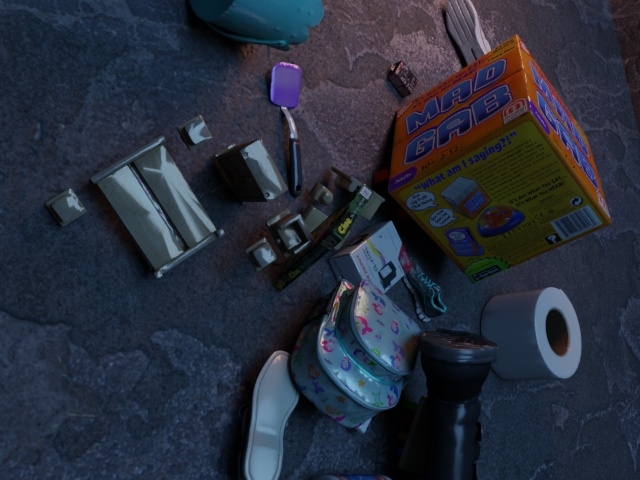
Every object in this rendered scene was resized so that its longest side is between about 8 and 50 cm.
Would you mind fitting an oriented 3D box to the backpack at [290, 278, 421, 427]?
[{"bbox_3d":[0.069,0.218,1.236,0.225,0.191,0.253,43,41,-10],"label":"backpack"}]

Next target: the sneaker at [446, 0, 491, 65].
[{"bbox_3d":[0.453,-0.621,1.953,0.091,0.094,0.258,-40,112,-61],"label":"sneaker"}]

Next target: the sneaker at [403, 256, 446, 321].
[{"bbox_3d":[0.258,0.114,1.564,0.065,0.076,0.167,-32,101,-44],"label":"sneaker"}]

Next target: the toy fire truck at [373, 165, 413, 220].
[{"bbox_3d":[0.222,-0.121,1.614,0.192,0.047,0.135,-9,82,-47],"label":"toy fire truck"}]

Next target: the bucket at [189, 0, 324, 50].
[{"bbox_3d":[-0.125,-0.525,1.252,0.183,0.281,0.281,4,76,-42],"label":"bucket"}]

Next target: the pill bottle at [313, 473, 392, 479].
[{"bbox_3d":[0.086,0.523,1.258,0.221,0.124,0.124,17,68,-40],"label":"pill bottle"}]

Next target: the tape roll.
[{"bbox_3d":[0.579,0.259,1.761,0.246,0.169,0.246,14,68,-40],"label":"tape roll"}]

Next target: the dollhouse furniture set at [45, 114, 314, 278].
[{"bbox_3d":[-0.245,-0.031,1.151,0.355,0.173,0.303,-34,105,-18],"label":"dollhouse furniture set"}]

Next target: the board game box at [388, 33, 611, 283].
[{"bbox_3d":[0.419,-0.188,1.544,0.356,0.356,0.356,43,36,-26],"label":"board game box"}]

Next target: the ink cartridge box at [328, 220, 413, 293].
[{"bbox_3d":[0.116,0.052,1.450,0.175,0.072,0.128,-37,105,-43],"label":"ink cartridge box"}]

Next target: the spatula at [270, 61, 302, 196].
[{"bbox_3d":[-0.065,-0.240,1.389,0.084,0.030,0.297,1,78,-42],"label":"spatula"}]

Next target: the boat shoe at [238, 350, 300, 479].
[{"bbox_3d":[-0.098,0.327,1.168,0.095,0.079,0.255,19,56,-21],"label":"boat shoe"}]

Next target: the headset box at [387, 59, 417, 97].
[{"bbox_3d":[0.216,-0.432,1.704,0.083,0.032,0.062,45,52,-24],"label":"headset box"}]

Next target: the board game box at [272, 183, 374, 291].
[{"bbox_3d":[0.000,0.000,1.230,0.030,0.259,0.136,41,52,-6],"label":"board game box"}]

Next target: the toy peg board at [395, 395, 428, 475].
[{"bbox_3d":[0.239,0.449,1.470,0.161,0.079,0.161,29,76,-33],"label":"toy peg board"}]

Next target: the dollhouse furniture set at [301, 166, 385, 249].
[{"bbox_3d":[0.024,-0.080,1.433,0.144,0.123,0.151,32,93,-33],"label":"dollhouse furniture set"}]

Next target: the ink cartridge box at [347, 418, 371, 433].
[{"bbox_3d":[0.080,0.297,1.371,0.145,0.045,0.179,53,52,-20],"label":"ink cartridge box"}]

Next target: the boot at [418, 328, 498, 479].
[{"bbox_3d":[0.248,0.409,1.256,0.367,0.146,0.446,18,81,-70],"label":"boot"}]
